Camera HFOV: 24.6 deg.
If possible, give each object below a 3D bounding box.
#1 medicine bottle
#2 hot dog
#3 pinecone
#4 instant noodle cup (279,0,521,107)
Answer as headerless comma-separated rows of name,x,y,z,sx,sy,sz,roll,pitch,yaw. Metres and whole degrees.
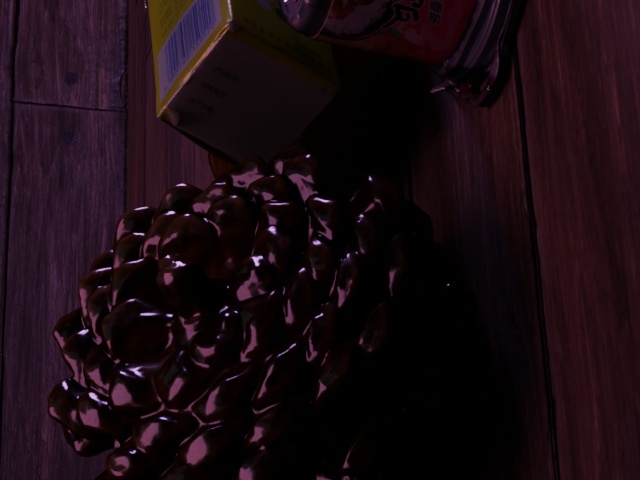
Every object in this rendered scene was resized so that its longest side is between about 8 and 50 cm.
medicine bottle,-0.083,-0.205,1.449,0.141,0.137,0.250,-48,32,30
hot dog,-0.020,-0.123,1.617,0.267,0.174,0.387,-137,52,-60
pinecone,-0.030,0.135,1.313,0.398,0.398,0.397,-176,90,-75
instant noodle cup,0.063,-0.271,1.342,0.258,0.181,0.302,114,155,-54
